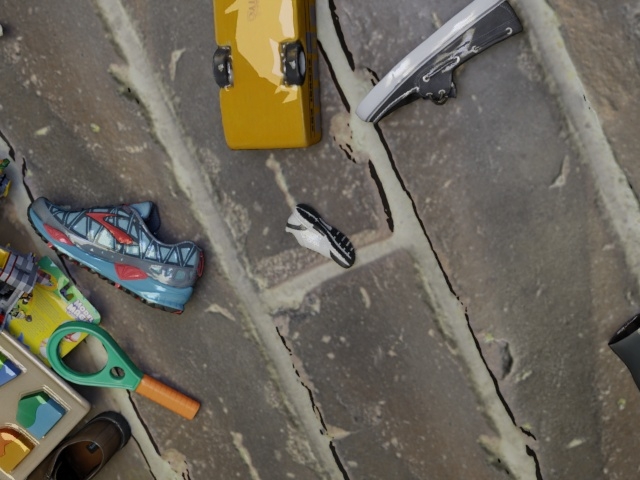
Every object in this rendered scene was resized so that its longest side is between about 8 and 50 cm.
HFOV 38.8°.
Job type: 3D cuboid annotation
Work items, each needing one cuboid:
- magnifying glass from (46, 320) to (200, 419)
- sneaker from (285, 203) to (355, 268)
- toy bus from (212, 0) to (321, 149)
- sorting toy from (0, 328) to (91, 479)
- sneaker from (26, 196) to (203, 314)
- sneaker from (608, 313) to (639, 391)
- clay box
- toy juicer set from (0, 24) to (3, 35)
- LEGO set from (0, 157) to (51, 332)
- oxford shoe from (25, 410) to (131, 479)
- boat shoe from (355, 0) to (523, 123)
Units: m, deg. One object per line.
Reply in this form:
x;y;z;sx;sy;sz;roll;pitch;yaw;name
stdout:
-0.278;0.190;1.285;0.231;0.026;0.092;29;111;-11;magnifying glass
0.000;0.000;1.209;0.109;0.040;0.044;43;123;5;sneaker
-0.066;-0.280;1.114;0.108;0.130;0.333;0;101;14;toy bus
-0.461;0.242;1.306;0.193;0.038;0.208;43;108;-6;sorting toy
-0.275;-0.005;1.251;0.261;0.104;0.125;29;84;6;sneaker
0.467;0.110;1.096;0.222;0.083;0.118;-39;90;18;sneaker
-0.420;0.128;1.317;0.222;0.053;0.127;-40;94;16;clay box
-0.596;-0.368;1.183;0.209;0.089;0.329;-34;88;-19;toy juicer set
-0.485;0.057;1.231;0.192;0.255;0.331;32;107;-22;LEGO set
-0.382;0.342;1.331;0.083;0.096;0.227;43;109;0;oxford shoe
0.148;-0.208;1.113;0.228;0.080;0.076;-39;89;9;boat shoe
